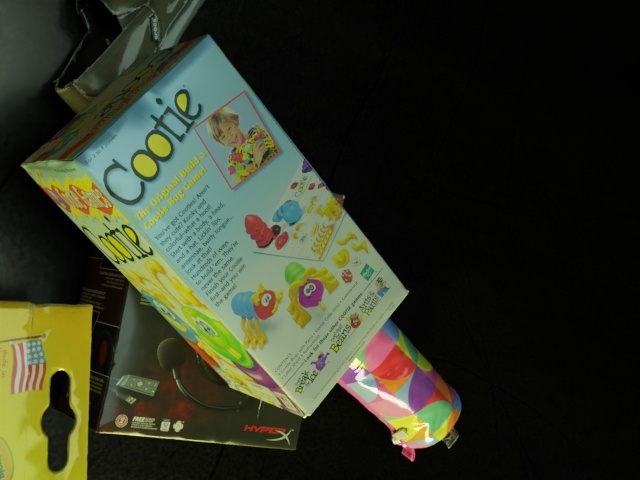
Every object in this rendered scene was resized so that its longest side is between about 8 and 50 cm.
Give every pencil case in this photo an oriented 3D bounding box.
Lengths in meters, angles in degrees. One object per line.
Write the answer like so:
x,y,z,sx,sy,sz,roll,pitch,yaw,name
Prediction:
0.068,0.148,1.036,0.236,0.104,0.104,48,65,-27,pencil case

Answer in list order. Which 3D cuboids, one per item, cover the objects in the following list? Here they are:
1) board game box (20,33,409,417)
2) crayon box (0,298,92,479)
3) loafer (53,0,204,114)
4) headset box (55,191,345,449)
-0.083,-0.008,0.746,0.144,0.142,0.275,-48,116,-21,board game box
-0.346,0.145,0.710,0.318,0.081,0.202,4,86,-31,crayon box
-0.170,-0.218,0.835,0.087,0.094,0.251,26,77,-39,loafer
-0.110,0.042,0.885,0.218,0.110,0.293,15,83,-35,headset box
